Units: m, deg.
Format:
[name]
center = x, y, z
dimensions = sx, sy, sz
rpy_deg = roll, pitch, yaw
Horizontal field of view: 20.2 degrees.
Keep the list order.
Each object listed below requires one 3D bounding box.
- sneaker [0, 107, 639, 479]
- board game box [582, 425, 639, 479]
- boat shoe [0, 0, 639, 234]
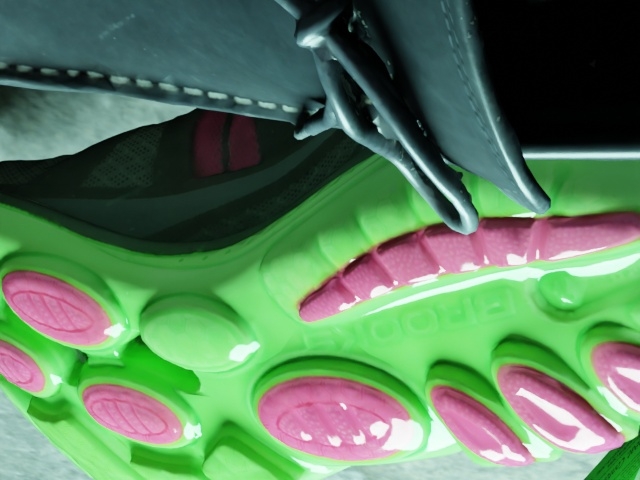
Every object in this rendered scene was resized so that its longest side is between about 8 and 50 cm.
[sneaker]
center = 0.000, 0.000, 0.803
dimensions = 0.482, 0.202, 0.185
rpy_deg = -4, 121, 41
[board game box]
center = 0.247, 0.184, 0.731
dimensions = 0.316, 0.064, 0.242
rpy_deg = 30, 135, 0
[boat shoe]
center = 0.037, -0.101, 0.542
dimensions = 0.500, 0.156, 0.187
rpy_deg = 0, 135, 23
